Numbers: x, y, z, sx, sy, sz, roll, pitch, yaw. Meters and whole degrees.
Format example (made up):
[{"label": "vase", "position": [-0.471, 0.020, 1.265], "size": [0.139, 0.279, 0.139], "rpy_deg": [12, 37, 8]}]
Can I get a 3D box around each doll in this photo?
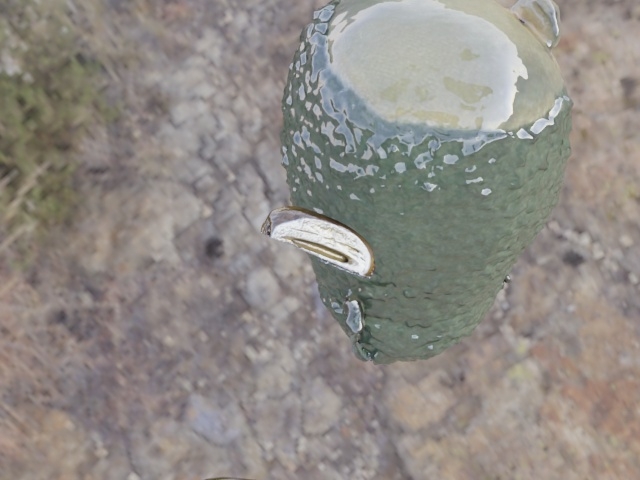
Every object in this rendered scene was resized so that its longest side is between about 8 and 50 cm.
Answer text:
[{"label": "doll", "position": [0.087, -0.056, 1.212], "size": [0.247, 0.350, 0.247], "rpy_deg": [2, 42, -2]}]

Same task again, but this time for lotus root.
[{"label": "lotus root", "position": [0.001, -0.002, 1.014], "size": [0.030, 0.083, 0.037], "rpy_deg": [-65, 18, 3]}]

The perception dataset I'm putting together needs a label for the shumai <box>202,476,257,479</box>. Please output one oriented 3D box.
[{"label": "shumai", "position": [-0.037, 0.212, 0.513], "size": [0.222, 0.203, 0.272], "rpy_deg": [-33, 62, 26]}]
